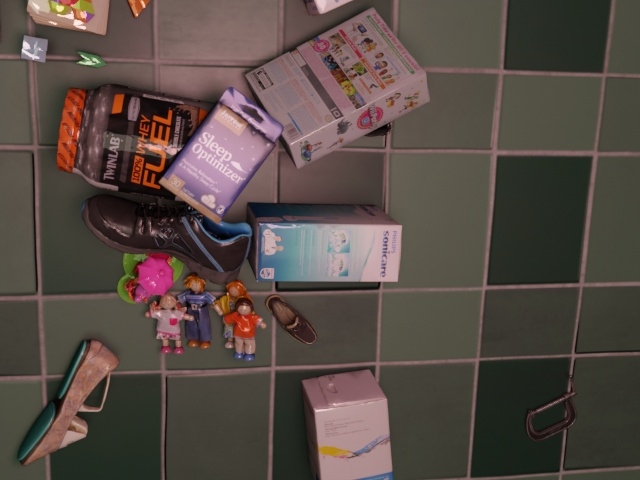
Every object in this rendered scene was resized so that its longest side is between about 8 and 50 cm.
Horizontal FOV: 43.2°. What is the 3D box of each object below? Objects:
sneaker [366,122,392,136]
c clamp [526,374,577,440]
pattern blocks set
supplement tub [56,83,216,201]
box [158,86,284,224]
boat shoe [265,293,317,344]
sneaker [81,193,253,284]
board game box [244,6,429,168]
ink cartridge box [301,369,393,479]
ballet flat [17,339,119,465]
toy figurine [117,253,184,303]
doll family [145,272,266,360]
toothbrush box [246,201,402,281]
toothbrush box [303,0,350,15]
[{"bbox_3d":[0.048,-0.265,1.693,0.217,0.121,0.079,6,101,-12],"label":"sneaker"},{"bbox_3d":[0.576,0.424,2.013,0.160,0.022,0.137,-29,112,-5],"label":"c clamp"},{"bbox_3d":[-0.472,-0.498,1.554,0.285,0.026,0.325,-4,103,-24],"label":"pattern blocks set"},{"bbox_3d":[-0.332,-0.189,1.592,0.338,0.207,0.207,8,101,-13],"label":"supplement tub"},{"bbox_3d":[-0.181,-0.160,1.504,0.136,0.036,0.225,36,90,-15],"label":"box"},{"bbox_3d":[-0.064,0.185,1.813,0.152,0.049,0.056,42,92,-17],"label":"boat shoe"},{"bbox_3d":[-0.298,-0.034,1.606,0.341,0.125,0.139,19,130,-19],"label":"sneaker"},{"bbox_3d":[0.033,-0.308,1.626,0.303,0.224,0.097,-28,149,-3],"label":"board game box"},{"bbox_3d":[0.060,0.439,1.833,0.168,0.171,0.233,-8,105,-9],"label":"ink cartridge box"},{"bbox_3d":[-0.533,0.365,1.738,0.106,0.107,0.316,30,97,-23],"label":"ballet flat"},{"bbox_3d":[-0.360,0.079,1.674,0.130,0.159,0.173,37,94,-16],"label":"toy figurine"},{"bbox_3d":[-0.239,0.155,1.755,0.263,0.118,0.163,3,109,7],"label":"doll family"},{"bbox_3d":[0.000,0.000,1.697,0.295,0.216,0.126,0,104,-12],"label":"toothbrush box"},{"bbox_3d":[0.024,-0.621,1.606,0.206,0.122,0.283,-27,106,-4],"label":"toothbrush box"}]
